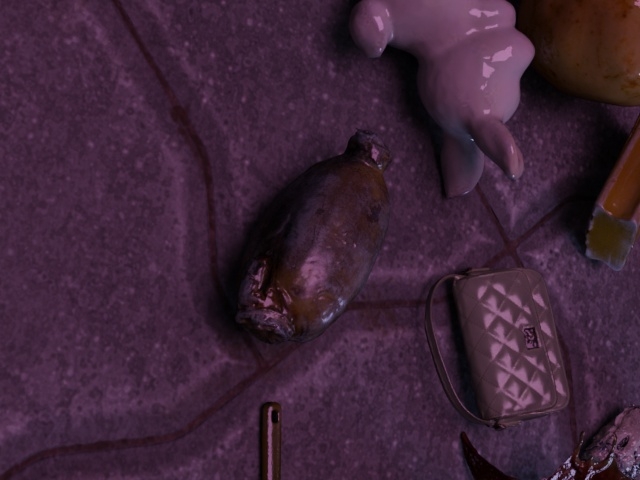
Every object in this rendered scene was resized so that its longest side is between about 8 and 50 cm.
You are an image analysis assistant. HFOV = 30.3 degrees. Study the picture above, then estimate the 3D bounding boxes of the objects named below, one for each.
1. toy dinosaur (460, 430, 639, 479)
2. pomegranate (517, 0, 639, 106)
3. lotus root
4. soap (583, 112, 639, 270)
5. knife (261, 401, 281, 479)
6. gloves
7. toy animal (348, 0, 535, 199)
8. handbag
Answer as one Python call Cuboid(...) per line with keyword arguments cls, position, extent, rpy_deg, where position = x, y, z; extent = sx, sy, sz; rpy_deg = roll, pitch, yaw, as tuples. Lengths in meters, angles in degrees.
Cuboid(cls="toy dinosaur", position=(0.399, 0.358, 1.835), extent=(0.327, 0.113, 0.207), rpy_deg=(-17, 125, -2))
Cuboid(cls="pomegranate", position=(0.477, -0.390, 1.887), extent=(0.342, 0.342, 0.342), rpy_deg=(6, 79, -31))
Cuboid(cls="lotus root", position=(0.001, 0.002, 1.635), extent=(0.175, 0.175, 0.349), rpy_deg=(42, 63, -19))
Cuboid(cls="soap", position=(0.532, -0.104, 1.979), extent=(0.089, 0.173, 0.274), rpy_deg=(25, 64, 16))
Cuboid(cls="knife", position=(-0.056, 0.394, 1.620), extent=(0.061, 0.027, 0.343), rpy_deg=(8, 78, -35))
Cuboid(cls="gloves", position=(0.509, 0.345, 1.950), extent=(0.153, 0.070, 0.114), rpy_deg=(-36, 101, -31))
Cuboid(cls="toy animal", position=(0.195, -0.254, 1.789), extent=(0.241, 0.196, 0.368), rpy_deg=(-30, 97, -24))
Cuboid(cls="handbag", position=(0.265, 0.163, 1.817), extent=(0.219, 0.079, 0.256), rpy_deg=(-4, 76, -29))
